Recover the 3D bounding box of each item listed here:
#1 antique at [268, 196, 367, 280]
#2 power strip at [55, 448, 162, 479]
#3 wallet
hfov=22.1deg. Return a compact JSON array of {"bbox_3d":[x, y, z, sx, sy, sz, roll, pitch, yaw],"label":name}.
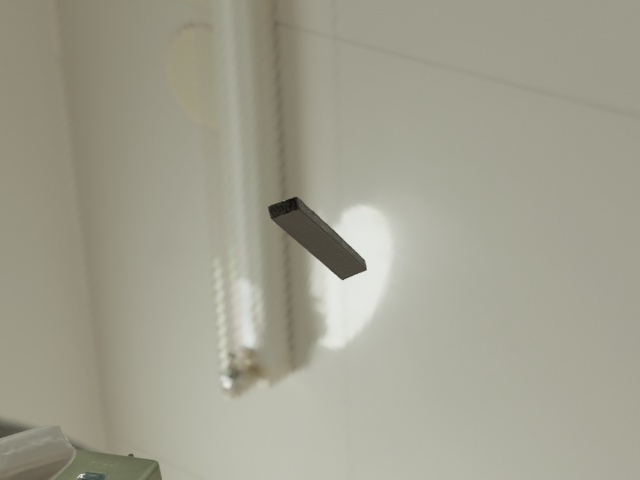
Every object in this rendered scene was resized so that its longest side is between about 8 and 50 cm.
[{"bbox_3d":[0.000,0.000,1.533,0.192,0.031,0.015,42,-150,-63],"label":"antique"},{"bbox_3d":[-0.260,0.293,1.497,0.367,0.106,0.043,-48,-43,-56],"label":"power strip"},{"bbox_3d":[-0.222,0.174,0.953,0.190,0.033,0.095,-46,-18,25],"label":"wallet"}]
